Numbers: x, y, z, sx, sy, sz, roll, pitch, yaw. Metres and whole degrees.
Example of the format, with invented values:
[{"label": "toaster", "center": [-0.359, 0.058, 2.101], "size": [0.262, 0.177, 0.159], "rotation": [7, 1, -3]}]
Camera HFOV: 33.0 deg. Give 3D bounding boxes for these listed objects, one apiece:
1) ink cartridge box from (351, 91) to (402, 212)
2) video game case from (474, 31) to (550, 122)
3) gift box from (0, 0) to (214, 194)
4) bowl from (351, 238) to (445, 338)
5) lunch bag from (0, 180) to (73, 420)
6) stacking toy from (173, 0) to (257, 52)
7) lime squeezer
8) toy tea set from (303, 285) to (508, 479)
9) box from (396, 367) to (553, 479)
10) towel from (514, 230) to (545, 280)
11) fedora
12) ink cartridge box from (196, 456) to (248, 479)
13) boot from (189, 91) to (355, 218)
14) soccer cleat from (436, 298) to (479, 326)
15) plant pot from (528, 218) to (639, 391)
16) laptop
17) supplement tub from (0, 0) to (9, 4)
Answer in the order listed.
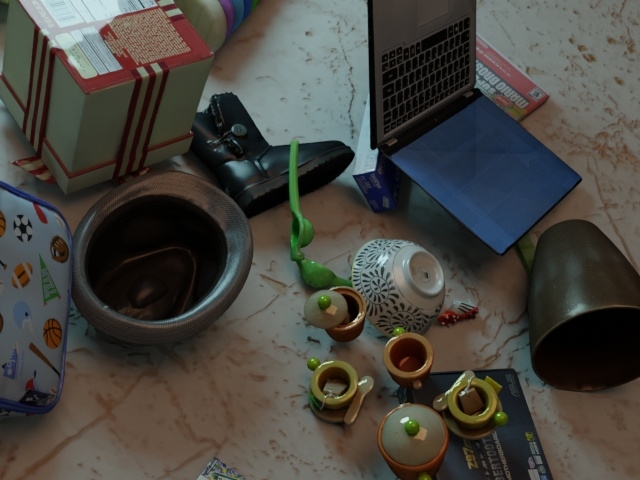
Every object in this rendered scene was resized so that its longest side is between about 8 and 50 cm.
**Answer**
[{"label": "ink cartridge box", "center": [0.106, -0.157, 1.839], "size": [0.046, 0.097, 0.207], "rotation": [-10, 46, 25]}, {"label": "video game case", "center": [0.284, -0.278, 2.047], "size": [0.204, 0.025, 0.285], "rotation": [43, 52, 13]}, {"label": "gift box", "center": [-0.350, -0.238, 1.620], "size": [0.276, 0.258, 0.255], "rotation": [-19, 63, -30]}, {"label": "bowl", "center": [0.138, 0.062, 1.665], "size": [0.170, 0.080, 0.170], "rotation": [19, 57, -32]}, {"label": "lunch bag", "center": [-0.419, 0.078, 1.343], "size": [0.115, 0.243, 0.303], "rotation": [-10, 69, 21]}, {"label": "stacking toy", "center": [-0.155, -0.463, 1.952], "size": [0.141, 0.141, 0.330], "rotation": [34, 47, 6]}, {"label": "lime squeezer", "center": [0.000, 0.000, 1.673], "size": [0.110, 0.059, 0.310], "rotation": [-32, 92, -2]}, {"label": "toy tea set", "center": [0.090, 0.189, 1.512], "size": [0.336, 0.124, 0.200], "rotation": [34, 68, 25]}, {"label": "box", "center": [0.227, 0.302, 1.568], "size": [0.183, 0.059, 0.233], "rotation": [-1, 54, -19]}, {"label": "towel", "center": [0.414, 0.031, 1.872], "size": [0.152, 0.023, 0.113], "rotation": [-6, 55, -22]}, {"label": "fedora", "center": [-0.233, 0.045, 1.540], "size": [0.243, 0.124, 0.275], "rotation": [29, 56, 3]}, {"label": "ink cartridge box", "center": [-0.113, 0.344, 1.425], "size": [0.115, 0.029, 0.063], "rotation": [34, 50, 6]}, {"label": "boot", "center": [-0.091, -0.164, 1.770], "size": [0.246, 0.094, 0.207], "rotation": [-26, 71, -27]}, {"label": "soccer cleat", "center": [0.215, 0.113, 1.727], "size": [0.083, 0.029, 0.036], "rotation": [-11, 51, -31]}, {"label": "plant pot", "center": [0.420, 0.084, 1.720], "size": [0.215, 0.215, 0.230], "rotation": [9, 46, -15]}, {"label": "laptop", "center": [0.273, -0.247, 1.810], "size": [0.236, 0.408, 0.382], "rotation": [12, 28, 30]}, {"label": "supplement tub", "center": [-0.422, -0.485, 1.796], "size": [0.316, 0.228, 0.228], "rotation": [11, 52, -13]}]
